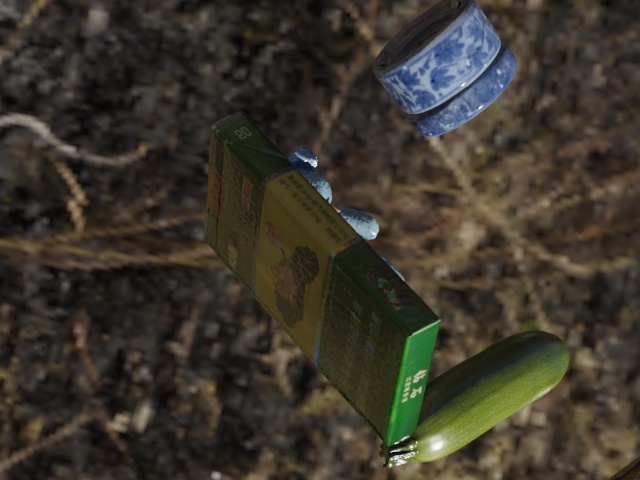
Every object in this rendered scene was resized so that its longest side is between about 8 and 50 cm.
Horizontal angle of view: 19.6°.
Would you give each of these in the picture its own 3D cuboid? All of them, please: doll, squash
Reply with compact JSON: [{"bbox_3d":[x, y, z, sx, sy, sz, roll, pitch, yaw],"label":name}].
[{"bbox_3d":[-0.001,-0.002,1.801,0.120,0.180,0.075,-46,168,-6],"label":"doll"},{"bbox_3d":[0.144,0.134,1.655,0.258,0.069,0.069,-26,121,-44],"label":"squash"}]

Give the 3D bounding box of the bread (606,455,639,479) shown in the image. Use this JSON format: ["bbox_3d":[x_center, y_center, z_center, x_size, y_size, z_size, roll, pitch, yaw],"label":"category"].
[{"bbox_3d":[0.325,0.275,1.841,0.241,0.107,0.136,-40,159,17],"label":"bread"}]

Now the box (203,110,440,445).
[{"bbox_3d":[-0.005,0.026,1.342,0.034,0.235,0.132,-27,146,-26],"label":"box"}]

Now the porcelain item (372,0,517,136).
[{"bbox_3d":[0.148,-0.201,2.168,0.114,0.147,0.147,51,52,-16],"label":"porcelain item"}]
